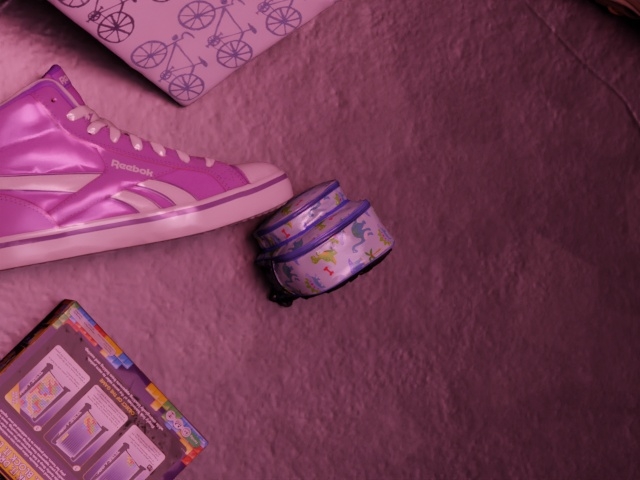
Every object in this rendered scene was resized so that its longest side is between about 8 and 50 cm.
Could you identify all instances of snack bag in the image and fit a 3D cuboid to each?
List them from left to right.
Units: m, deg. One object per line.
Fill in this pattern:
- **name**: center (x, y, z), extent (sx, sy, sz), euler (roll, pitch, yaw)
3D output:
- **snack bag**: center (-0.064, -0.272, 1.230), extent (0.342, 0.037, 0.323), euler (-34, 143, 13)

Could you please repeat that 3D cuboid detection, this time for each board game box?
- **board game box**: center (-0.200, 0.157, 1.332), extent (0.141, 0.048, 0.170), euler (-44, 105, -14)

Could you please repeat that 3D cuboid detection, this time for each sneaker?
- **sneaker**: center (-0.163, -0.072, 1.324), extent (0.282, 0.102, 0.161), euler (-10, 90, -21)

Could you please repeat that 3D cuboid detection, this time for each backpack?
- **backpack**: center (0.000, 0.000, 1.378), extent (0.105, 0.114, 0.084), euler (-36, 102, -18)

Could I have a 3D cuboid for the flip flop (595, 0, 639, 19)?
- **flip flop**: center (0.286, -0.257, 1.522), extent (0.277, 0.080, 0.112), euler (17, 88, -5)
